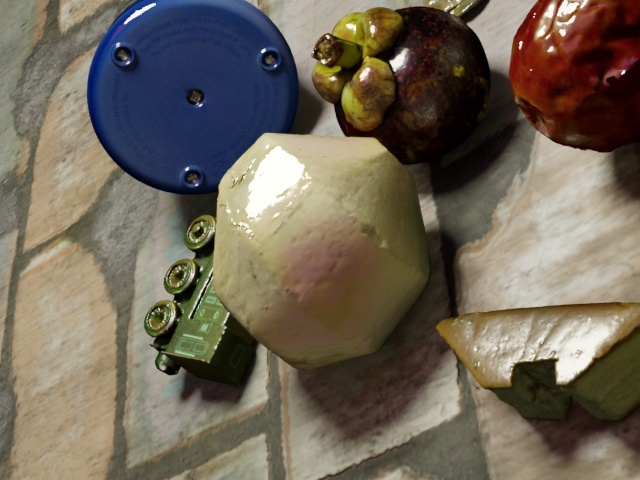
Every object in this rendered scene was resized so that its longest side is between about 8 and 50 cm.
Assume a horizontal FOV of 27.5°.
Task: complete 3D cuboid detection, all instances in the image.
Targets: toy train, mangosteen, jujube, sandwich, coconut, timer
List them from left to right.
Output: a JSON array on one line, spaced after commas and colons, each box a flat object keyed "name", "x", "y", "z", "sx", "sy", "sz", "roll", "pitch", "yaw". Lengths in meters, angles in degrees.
[{"name": "timer", "x": -0.194, "y": -0.245, "z": 1.813, "sx": 0.270, "sy": 0.270, "sz": 0.383, "roll": -46, "pitch": 23, "yaw": 7}, {"name": "toy train", "x": -0.121, "y": 0.064, "z": 1.584, "sx": 0.137, "sy": 0.090, "sz": 0.225, "roll": 7, "pitch": 65, "yaw": 41}, {"name": "coconut", "x": 0.000, "y": 0.000, "z": 1.391, "sx": 0.259, "sy": 0.259, "sz": 0.259, "roll": -27, "pitch": 44, "yaw": 29}, {"name": "mangosteen", "x": 0.081, "y": -0.188, "z": 1.471, "sx": 0.192, "sy": 0.217, "sz": 0.192, "roll": -28, "pitch": 47, "yaw": 35}, {"name": "sandwich", "x": 0.216, "y": 0.115, "z": 1.188, "sx": 0.244, "sy": 0.090, "sz": 0.088, "roll": -9, "pitch": 50, "yaw": 38}, {"name": "jujube", "x": 0.317, "y": -0.209, "z": 1.273, "sx": 0.290, "sy": 0.197, "sz": 0.197, "roll": -40, "pitch": 36, "yaw": -9}]

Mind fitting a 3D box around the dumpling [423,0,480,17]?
[{"name": "dumpling", "x": 0.189, "y": -0.428, "z": 1.667, "sx": 0.166, "sy": 0.086, "sz": 0.332, "roll": -26, "pitch": 47, "yaw": 33}]
